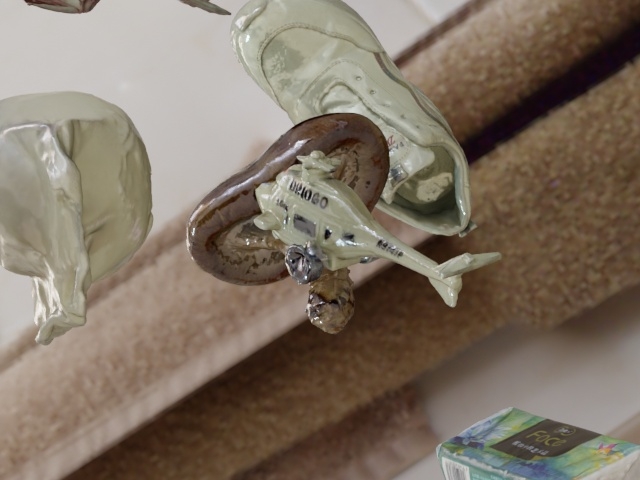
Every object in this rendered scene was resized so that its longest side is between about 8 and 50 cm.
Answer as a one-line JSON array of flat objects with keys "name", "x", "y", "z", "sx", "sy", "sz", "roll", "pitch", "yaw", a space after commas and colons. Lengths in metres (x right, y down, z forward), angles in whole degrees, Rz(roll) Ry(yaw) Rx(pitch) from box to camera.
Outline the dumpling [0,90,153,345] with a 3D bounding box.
[{"name": "dumpling", "x": -0.200, "y": -0.016, "z": 1.064, "sx": 0.258, "sy": 0.147, "sz": 0.193, "roll": -153, "pitch": 61, "yaw": -71}]

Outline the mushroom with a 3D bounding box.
[{"name": "mushroom", "x": 0.000, "y": 0.000, "z": 1.361, "sx": 0.148, "sy": 0.227, "sz": 0.217, "roll": 41, "pitch": -171, "yaw": -42}]

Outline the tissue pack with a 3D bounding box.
[{"name": "tissue pack", "x": 0.124, "y": 0.130, "z": 0.679, "sx": 0.111, "sy": 0.079, "sz": 0.085, "roll": 5, "pitch": 117, "yaw": 66}]

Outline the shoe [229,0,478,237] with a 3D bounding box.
[{"name": "shoe", "x": 0.052, "y": -0.130, "z": 1.515, "sx": 0.342, "sy": 0.132, "sz": 0.210, "roll": 39, "pitch": -166, "yaw": -34}]

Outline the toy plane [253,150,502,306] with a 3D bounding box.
[{"name": "toy plane", "x": 0.035, "y": -0.007, "z": 1.223, "sx": 0.286, "sy": 0.092, "sz": 0.108, "roll": 32, "pitch": 127, "yaw": 45}]

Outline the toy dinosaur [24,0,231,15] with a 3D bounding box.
[{"name": "toy dinosaur", "x": -0.122, "y": -0.149, "z": 0.812, "sx": 0.108, "sy": 0.220, "sz": 0.032, "roll": 16, "pitch": 107, "yaw": 27}]
